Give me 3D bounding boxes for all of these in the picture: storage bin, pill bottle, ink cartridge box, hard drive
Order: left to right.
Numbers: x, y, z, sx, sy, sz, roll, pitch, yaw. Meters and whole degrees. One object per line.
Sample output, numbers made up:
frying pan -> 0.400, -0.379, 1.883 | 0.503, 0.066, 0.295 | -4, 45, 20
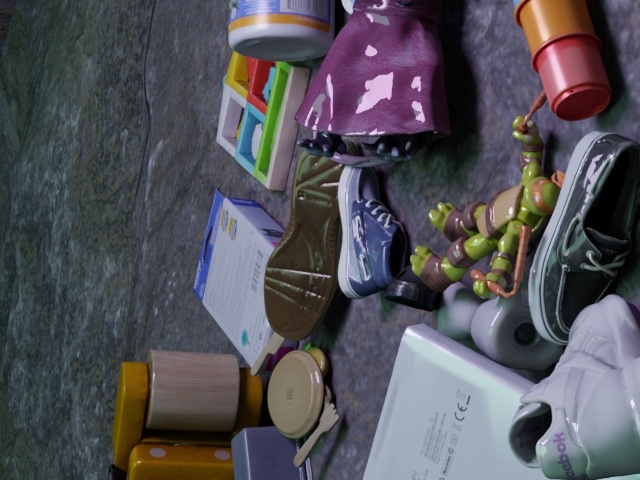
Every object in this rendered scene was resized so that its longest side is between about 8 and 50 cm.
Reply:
ink cartridge box -> -0.105, 0.056, 2.329 | 0.311, 0.065, 0.185 | 42, 124, 57
storage bin -> -0.074, 0.323, 2.174 | 0.098, 0.091, 0.135 | 133, 137, -53
pill bottle -> -0.052, -0.401, 2.193 | 0.152, 0.152, 0.272 | 163, 110, -64
hard drive -> 0.184, 0.237, 1.533 | 0.308, 0.040, 0.203 | 28, 113, 35

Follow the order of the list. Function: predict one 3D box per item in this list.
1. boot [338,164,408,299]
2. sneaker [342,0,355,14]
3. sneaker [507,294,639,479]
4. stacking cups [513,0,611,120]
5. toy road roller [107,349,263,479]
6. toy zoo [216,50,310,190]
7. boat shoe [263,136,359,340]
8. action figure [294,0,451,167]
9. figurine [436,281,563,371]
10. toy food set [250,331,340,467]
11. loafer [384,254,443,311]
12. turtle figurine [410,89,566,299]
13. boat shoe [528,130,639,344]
boot -> 0.074, -0.021, 1.971 | 0.086, 0.069, 0.190 | -16, 66, 41
sneaker -> 0.058, -0.359, 2.081 | 0.073, 0.063, 0.162 | -49, 43, 25
sneaker -> 0.234, 0.132, 1.391 | 0.305, 0.152, 0.114 | -75, -33, -79
stacking cups -> 0.242, -0.273, 1.626 | 0.096, 0.096, 0.316 | -53, 44, 49
toy road roller -> -0.196, 0.343, 2.247 | 0.240, 0.203, 0.329 | -109, 26, -60
toy zoo -> -0.100, -0.213, 2.406 | 0.293, 0.030, 0.192 | -136, 55, -59
boat shoe -> 0.000, 0.000, 2.094 | 0.105, 0.089, 0.285 | 23, 110, 21
action figure -> 0.104, -0.274, 1.867 | 0.276, 0.248, 0.370 | 30, -109, -76
figurine -> 0.171, 0.149, 1.690 | 0.209, 0.092, 0.214 | -166, 83, -69
toy food set -> -0.025, 0.210, 2.136 | 0.132, 0.039, 0.192 | -56, 44, 30
loafer -> 0.113, 0.046, 1.782 | 0.170, 0.062, 0.061 | -5, -68, -80
turtle figurine -> 0.197, -0.033, 1.660 | 0.217, 0.087, 0.269 | -30, 41, 54
boat shoe -> 0.264, 0.002, 1.518 | 0.070, 0.078, 0.219 | -147, 66, -64
